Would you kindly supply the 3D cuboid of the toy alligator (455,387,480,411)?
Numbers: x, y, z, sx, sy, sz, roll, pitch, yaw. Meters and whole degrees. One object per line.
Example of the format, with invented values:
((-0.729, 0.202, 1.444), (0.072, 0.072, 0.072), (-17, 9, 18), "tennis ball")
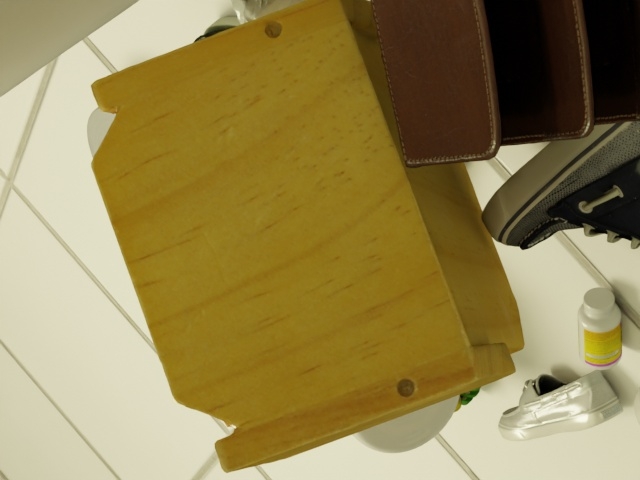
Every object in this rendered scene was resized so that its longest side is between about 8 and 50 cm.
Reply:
((0.161, 0.136, 2.186), (0.051, 0.056, 0.190), (5, 139, -8), "toy alligator")

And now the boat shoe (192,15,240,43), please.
((-0.044, -0.165, 2.057), (0.340, 0.113, 0.127), (17, 137, 47), "boat shoe")

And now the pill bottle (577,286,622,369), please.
((0.276, 0.086, 1.951), (0.043, 0.043, 0.083), (31, 146, 34), "pill bottle")

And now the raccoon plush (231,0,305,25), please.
((-0.143, -0.418, 1.763), (0.299, 0.216, 0.446), (43, 140, 28), "raccoon plush")

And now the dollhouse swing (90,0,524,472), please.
((0.000, 0.000, 1.760), (0.305, 0.315, 0.347), (70, 179, -82), "dollhouse swing")

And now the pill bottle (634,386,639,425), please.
((0.359, 0.147, 1.862), (0.078, 0.078, 0.137), (52, 152, -2), "pill bottle")

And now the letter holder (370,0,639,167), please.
((0.155, -0.225, 1.551), (0.214, 0.152, 0.302), (-2, 102, 55), "letter holder")

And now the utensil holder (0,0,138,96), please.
((-0.349, -0.326, 2.032), (0.327, 0.385, 0.328), (37, 150, 26), "utensil holder")

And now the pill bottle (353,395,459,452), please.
((0.046, 0.125, 2.200), (0.245, 0.136, 0.136), (44, 159, 59), "pill bottle")

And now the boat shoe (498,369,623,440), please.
((0.244, 0.171, 2.086), (0.184, 0.066, 0.063), (-20, 93, 64), "boat shoe")

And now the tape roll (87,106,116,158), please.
((-0.187, -0.088, 2.410), (0.219, 0.072, 0.219), (36, 149, 26), "tape roll")

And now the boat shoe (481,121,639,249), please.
((0.267, -0.031, 1.730), (0.158, 0.127, 0.340), (56, 153, 8), "boat shoe")
